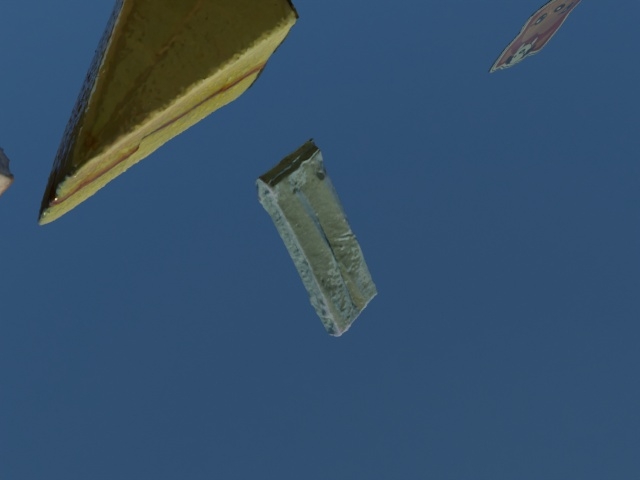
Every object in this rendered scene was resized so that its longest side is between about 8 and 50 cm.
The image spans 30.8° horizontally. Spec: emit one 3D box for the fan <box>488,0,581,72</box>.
[{"bbox_3d":[0.269,-0.264,1.291,0.132,0.220,0.009,-30,-105,-43],"label":"fan"}]

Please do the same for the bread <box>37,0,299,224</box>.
[{"bbox_3d":[-0.172,-0.161,0.990,0.264,0.167,0.163,-39,-88,-30],"label":"bread"}]

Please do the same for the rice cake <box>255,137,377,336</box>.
[{"bbox_3d":[0.000,0.000,1.325,0.085,0.226,0.040,-37,-152,-24],"label":"rice cake"}]

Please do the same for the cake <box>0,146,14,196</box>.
[{"bbox_3d":[-0.504,-0.106,1.161,0.282,0.290,0.255,-43,-121,17],"label":"cake"}]
